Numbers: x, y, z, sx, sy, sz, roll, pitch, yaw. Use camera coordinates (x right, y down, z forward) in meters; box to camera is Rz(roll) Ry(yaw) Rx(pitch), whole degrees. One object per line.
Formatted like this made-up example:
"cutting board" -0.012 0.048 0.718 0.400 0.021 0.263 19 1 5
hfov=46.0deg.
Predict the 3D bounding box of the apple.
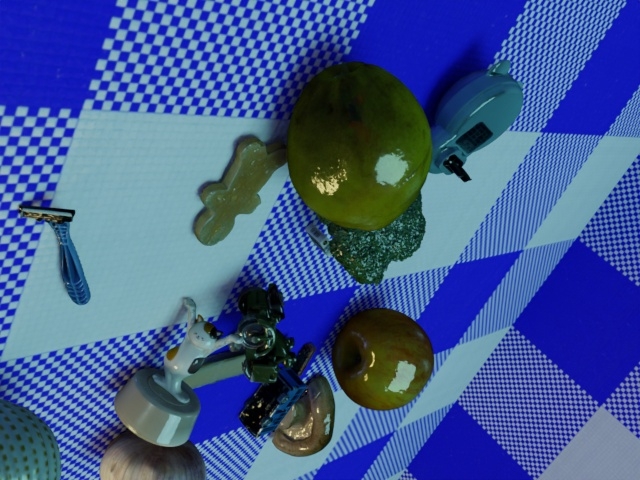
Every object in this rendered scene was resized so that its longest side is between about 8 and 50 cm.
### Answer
"apple" 0.163 0.321 2.104 0.301 0.301 0.302 -33 149 -22

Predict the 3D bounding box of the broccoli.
"broccoli" 0.097 -0.051 1.586 0.262 0.269 0.241 -62 -169 -14

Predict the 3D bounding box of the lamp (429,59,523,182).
"lamp" 0.331 -0.265 1.675 0.284 0.147 0.209 -58 149 5

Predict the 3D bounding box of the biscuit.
"biscuit" -0.157 -0.088 1.380 0.153 0.030 0.234 6 123 -55

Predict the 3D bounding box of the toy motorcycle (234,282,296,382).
"toy motorcycle" -0.117 0.217 1.630 0.127 0.205 0.275 -6 114 -4

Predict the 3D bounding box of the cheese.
"cheese" -0.218 0.296 1.803 0.400 0.034 0.085 -9 131 -48

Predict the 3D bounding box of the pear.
"pear" 0.069 -0.161 1.342 0.269 0.269 0.321 -29 126 -28

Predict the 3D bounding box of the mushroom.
"mushroom" -0.027 0.549 2.261 0.156 0.151 0.286 -2 130 -54

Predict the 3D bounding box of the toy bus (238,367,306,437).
"toy bus" -0.130 0.439 2.045 0.185 0.090 0.106 -55 153 17

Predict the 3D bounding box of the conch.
"conch" -0.599 0.390 1.234 0.319 0.215 0.303 19 110 -25

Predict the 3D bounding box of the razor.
"razor" -0.400 0.024 1.190 0.081 0.042 0.253 4 142 0

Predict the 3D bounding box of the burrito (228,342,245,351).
"burrito" -0.157 0.227 1.781 0.149 0.041 0.055 -18 155 -47

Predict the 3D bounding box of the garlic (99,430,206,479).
"garlic" -0.361 0.467 1.685 0.245 0.245 0.253 30 71 -61

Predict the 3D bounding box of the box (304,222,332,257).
"box" 0.000 0.000 1.680 0.024 0.054 0.083 -46 152 -7

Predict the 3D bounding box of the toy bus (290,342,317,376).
"toy bus" -0.049 0.331 2.074 0.043 0.031 0.110 -14 139 -54

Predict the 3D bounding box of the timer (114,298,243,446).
"timer" -0.283 0.262 1.537 0.266 0.175 0.175 -58 150 12
